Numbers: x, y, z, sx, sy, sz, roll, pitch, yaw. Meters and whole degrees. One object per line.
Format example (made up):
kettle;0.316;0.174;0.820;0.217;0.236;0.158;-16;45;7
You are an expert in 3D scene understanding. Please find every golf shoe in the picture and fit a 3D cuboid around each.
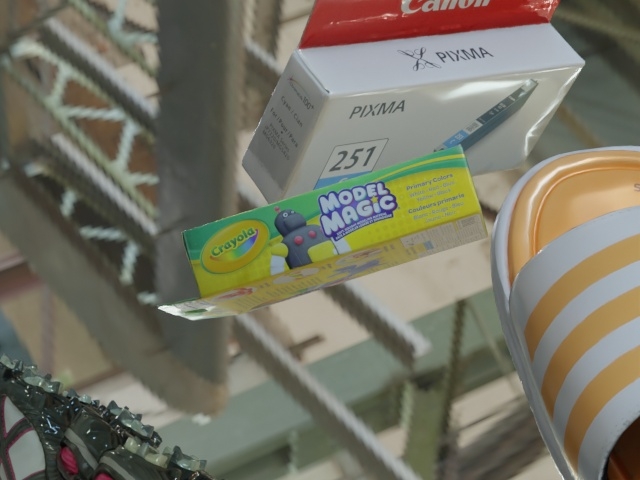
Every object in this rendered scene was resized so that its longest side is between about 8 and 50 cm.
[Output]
golf shoe;-0.136;0.137;0.835;0.120;0.105;0.273;-64;-156;-3

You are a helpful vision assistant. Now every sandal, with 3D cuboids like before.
sandal;0.119;0.061;0.409;0.076;0.102;0.265;82;-6;-53

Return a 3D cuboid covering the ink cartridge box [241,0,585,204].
ink cartridge box;0.104;-0.155;1.361;0.066;0.296;0.261;54;-43;29

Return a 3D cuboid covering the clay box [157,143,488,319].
clay box;0.000;0.000;1.091;0.127;0.222;0.053;45;29;-79
